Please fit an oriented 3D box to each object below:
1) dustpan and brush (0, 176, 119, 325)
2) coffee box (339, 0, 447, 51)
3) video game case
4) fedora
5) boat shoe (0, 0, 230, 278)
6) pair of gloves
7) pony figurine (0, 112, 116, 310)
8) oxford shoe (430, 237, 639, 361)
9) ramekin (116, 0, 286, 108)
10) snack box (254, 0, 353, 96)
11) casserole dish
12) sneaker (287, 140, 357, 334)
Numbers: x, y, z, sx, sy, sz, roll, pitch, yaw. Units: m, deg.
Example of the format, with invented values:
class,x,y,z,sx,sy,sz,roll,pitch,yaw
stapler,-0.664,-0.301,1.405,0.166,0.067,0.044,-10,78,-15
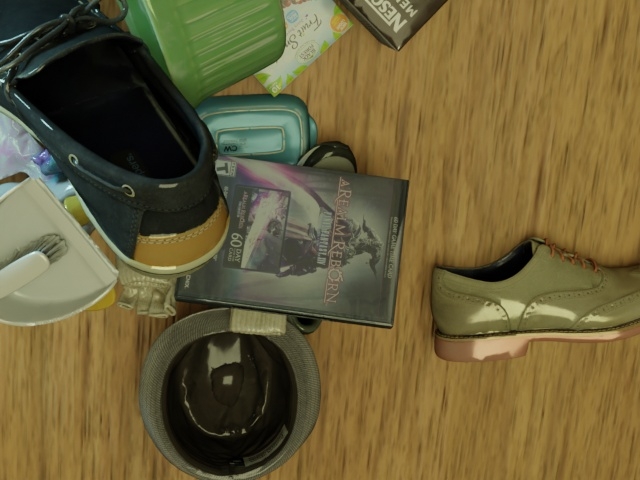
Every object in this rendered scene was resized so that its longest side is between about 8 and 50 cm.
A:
class,x,y,z,sx,sy,sz,roll,pitch,yaw
dustpan and brush,-0.336,0.048,1.206,0.211,0.060,0.147,-31,109,19
coffee box,0.042,-0.400,1.442,0.168,0.119,0.297,-45,108,5
video game case,-0.034,-0.001,1.467,0.274,0.026,0.196,7,73,1
fedora,-0.126,0.194,1.591,0.244,0.124,0.275,-10,111,-5
boat shoe,-0.263,-0.179,1.251,0.187,0.500,0.156,-28,154,-25
pair of gloves,-0.143,0.011,1.494,0.240,0.042,0.204,10,68,7
pony figurine,-0.359,-0.034,1.406,0.351,0.363,0.303,-7,116,10
oxford shoe,0.347,0.065,1.624,0.397,0.140,0.146,-11,101,-8
ramekin,-0.158,-0.311,1.350,0.148,0.303,0.303,-24,109,-9
snack box,-0.043,-0.272,1.510,0.141,0.037,0.100,-42,109,5
casserole dish,-0.095,-0.135,1.544,0.188,0.037,0.114,-4,107,-7
sneaker,0.000,0.000,1.554,0.100,0.108,0.271,6,107,-27
